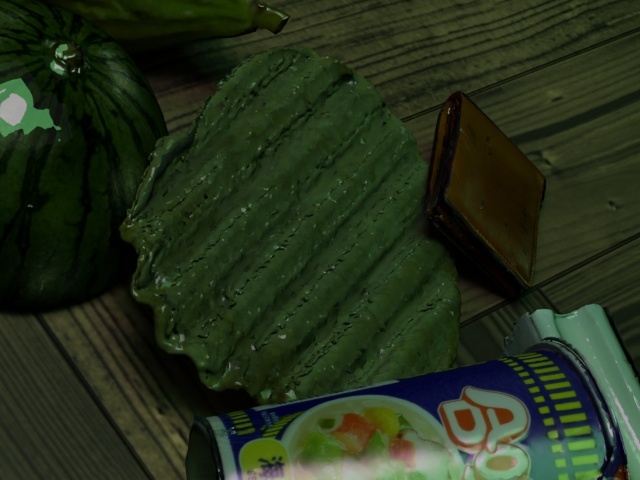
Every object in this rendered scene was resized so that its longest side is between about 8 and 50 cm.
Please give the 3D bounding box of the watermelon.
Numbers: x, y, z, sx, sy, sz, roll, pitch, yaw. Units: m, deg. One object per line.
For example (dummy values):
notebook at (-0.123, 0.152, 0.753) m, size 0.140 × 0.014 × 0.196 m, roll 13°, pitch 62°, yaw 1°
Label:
watermelon at (-0.291, -0.112, 1.432) m, size 0.330 × 0.189 × 0.331 m, roll 10°, pitch 46°, yaw -10°

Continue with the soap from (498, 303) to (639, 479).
soap at (0.247, 0.198, 1.407) m, size 0.094 × 0.150 × 0.261 m, roll -3°, pitch 53°, yaw -28°

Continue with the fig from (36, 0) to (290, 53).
fig at (-0.216, -0.279, 1.578) m, size 0.233 × 0.233 × 0.314 m, roll -32°, pitch 79°, yaw -38°

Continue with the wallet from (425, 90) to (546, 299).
wallet at (0.175, -0.051, 1.618) m, size 0.161 × 0.042 × 0.195 m, roll 44°, pitch 37°, yaw -28°

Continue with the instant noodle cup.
instant noodle cup at (0.057, 0.227, 1.248) m, size 0.312 × 0.284 × 0.284 m, roll -3°, pitch 53°, yaw -14°

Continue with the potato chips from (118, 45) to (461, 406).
potato chips at (0.000, 0.000, 1.476) m, size 0.358 × 0.070 × 0.429 m, roll 44°, pitch 46°, yaw -5°
